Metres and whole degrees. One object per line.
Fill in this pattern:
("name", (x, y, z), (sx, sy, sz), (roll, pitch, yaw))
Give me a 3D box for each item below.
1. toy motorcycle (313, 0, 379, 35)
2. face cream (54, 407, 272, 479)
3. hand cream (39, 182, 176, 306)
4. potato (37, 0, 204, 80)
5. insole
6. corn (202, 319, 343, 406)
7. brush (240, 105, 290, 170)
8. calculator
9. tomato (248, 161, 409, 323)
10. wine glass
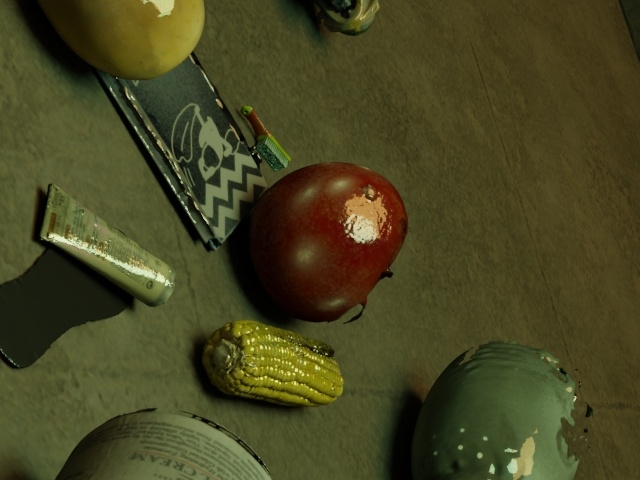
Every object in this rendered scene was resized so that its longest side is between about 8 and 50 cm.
("toy motorcycle", (0.012, -0.331, 2.089), (0.130, 0.094, 0.229), (54, 15, -37))
("face cream", (-0.125, 0.230, 1.221), (0.177, 0.177, 0.153), (59, 25, -19))
("hand cream", (-0.183, 0.011, 1.456), (0.143, 0.039, 0.061), (37, 43, -33))
("potato", (-0.191, -0.255, 1.541), (0.234, 0.150, 0.146), (62, -9, 6))
("insole", (-0.209, 0.039, 1.418), (0.086, 0.005, 0.253), (64, 24, -6))
("corn", (-0.040, 0.119, 1.620), (0.203, 0.072, 0.072), (22, 50, -58))
("brush", (-0.062, -0.109, 1.824), (0.083, 0.019, 0.021), (55, 37, -29))
("calculator", (-0.145, -0.133, 1.668), (0.274, 0.028, 0.165), (59, 29, -14))
("tomato", (0.000, 0.000, 1.711), (0.167, 0.167, 0.167), (45, 33, -40))
("wine glass", (0.168, 0.250, 1.802), (0.190, 0.190, 0.357), (62, 30, -13))
